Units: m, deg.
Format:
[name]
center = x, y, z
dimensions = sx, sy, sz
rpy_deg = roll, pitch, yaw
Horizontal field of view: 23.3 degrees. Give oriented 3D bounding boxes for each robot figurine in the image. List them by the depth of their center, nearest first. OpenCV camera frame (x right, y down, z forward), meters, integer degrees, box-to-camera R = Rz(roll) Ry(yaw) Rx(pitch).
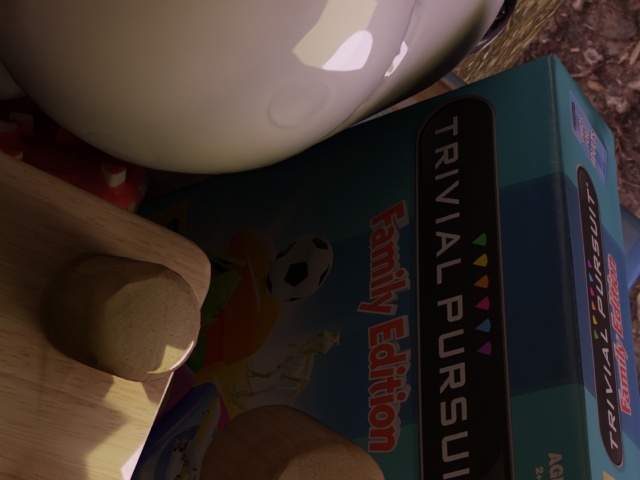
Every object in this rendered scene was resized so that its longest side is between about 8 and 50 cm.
[robot figurine]
center = -0.028, -0.142, 0.706
dimensions = 0.300, 0.200, 0.353
rpy_deg = -28, -177, 23

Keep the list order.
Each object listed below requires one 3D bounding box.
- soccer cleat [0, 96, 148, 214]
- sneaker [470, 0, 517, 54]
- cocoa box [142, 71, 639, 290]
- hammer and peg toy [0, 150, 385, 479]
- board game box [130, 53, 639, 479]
[soccer cleat]
center = -0.138, -0.020, 0.767
dimensions = 0.248, 0.083, 0.095
rpy_deg = -131, -128, -68
[sneaker]
center = 0.114, -0.233, 1.317
dimensions = 0.097, 0.084, 0.234
rpy_deg = -43, -153, 49
[cocoa box]
center = 0.000, 0.000, 0.986
dimensions = 0.228, 0.347, 0.231
rpy_deg = -54, 172, 25
[hammer and peg toy]
center = -0.143, 0.097, 0.479
dimensions = 0.127, 0.361, 0.266
rpy_deg = 7, -108, 62
[board game box]
center = -0.018, 0.078, 0.752
dimensions = 0.336, 0.079, 0.254
rpy_deg = -19, -130, 26
